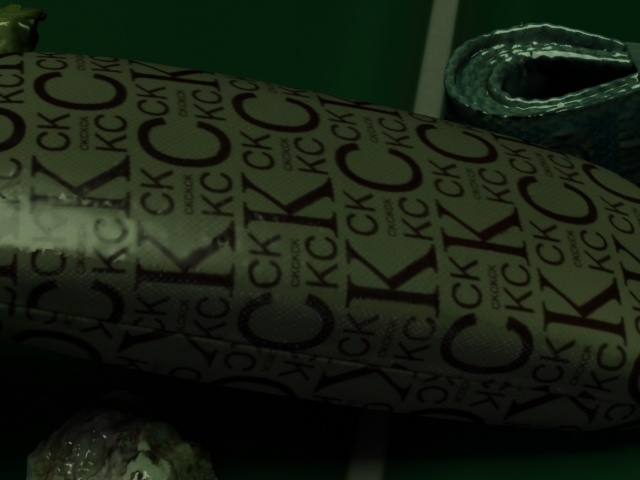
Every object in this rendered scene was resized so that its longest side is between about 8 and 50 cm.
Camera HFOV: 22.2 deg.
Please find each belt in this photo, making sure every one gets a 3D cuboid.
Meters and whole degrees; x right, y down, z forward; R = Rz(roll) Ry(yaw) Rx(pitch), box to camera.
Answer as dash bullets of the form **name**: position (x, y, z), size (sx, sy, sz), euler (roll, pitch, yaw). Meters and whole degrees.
- **belt**: position (0.213, -0.081, 0.836), size (0.302, 0.072, 0.087), euler (-8, 41, -1)

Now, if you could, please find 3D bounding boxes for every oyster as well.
- **oyster**: position (-0.089, 0.101, 0.685), size (0.100, 0.037, 0.098), euler (22, 47, 32)

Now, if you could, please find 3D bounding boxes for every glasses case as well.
- **glasses case**: position (0.000, 0.000, 0.692), size (0.355, 0.085, 0.137), euler (11, 41, -12)

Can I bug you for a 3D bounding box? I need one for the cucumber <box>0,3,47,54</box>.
- **cucumber**: position (-0.302, -0.081, 0.899), size (0.325, 0.105, 0.145), euler (-2, 12, 6)
